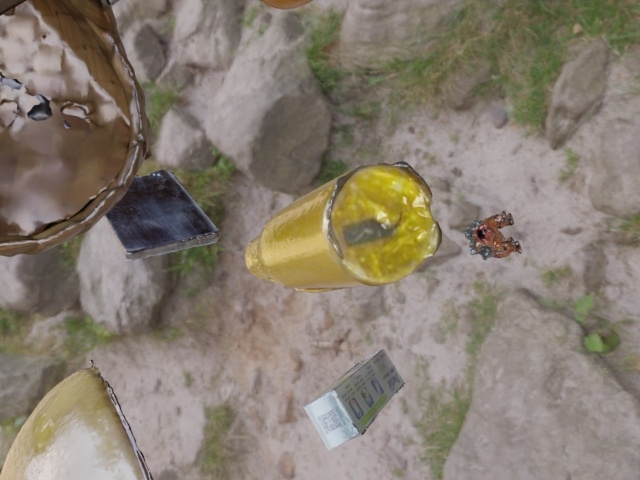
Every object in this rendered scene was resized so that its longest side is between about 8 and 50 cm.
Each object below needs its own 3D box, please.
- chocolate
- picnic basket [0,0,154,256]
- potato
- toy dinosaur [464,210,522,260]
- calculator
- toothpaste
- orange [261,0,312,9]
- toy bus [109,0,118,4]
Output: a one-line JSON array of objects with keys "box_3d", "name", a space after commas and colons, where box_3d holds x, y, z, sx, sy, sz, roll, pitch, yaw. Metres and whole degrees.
[{"box_3d": [0.000, 0.000, 1.058, 0.445, 0.162, 0.162, 164, 113, -66], "name": "chocolate"}, {"box_3d": [-0.323, -0.154, 0.674, 0.293, 0.337, 0.337, -42, 32, -14], "name": "picnic basket"}, {"box_3d": [-0.186, 0.159, 0.490, 0.120, 0.100, 0.261, 66, 156, 7], "name": "potato"}, {"box_3d": [0.189, -0.002, 0.774, 0.055, 0.154, 0.049, -20, 79, 18], "name": "toy dinosaur"}, {"box_3d": [-0.289, -0.051, 1.198, 0.262, 0.161, 0.021, 46, 142, 49], "name": "calculator"}, {"box_3d": [0.068, 0.264, 1.210, 0.067, 0.336, 0.081, -33, 82, 16], "name": "toothpaste"}, {"box_3d": [-0.035, -0.341, 0.811, 0.134, 0.156, 0.157, 71, 174, -46], "name": "orange"}, {"box_3d": [-0.265, -0.409, 0.785, 0.133, 0.271, 0.165, -36, 12, 18], "name": "toy bus"}]
